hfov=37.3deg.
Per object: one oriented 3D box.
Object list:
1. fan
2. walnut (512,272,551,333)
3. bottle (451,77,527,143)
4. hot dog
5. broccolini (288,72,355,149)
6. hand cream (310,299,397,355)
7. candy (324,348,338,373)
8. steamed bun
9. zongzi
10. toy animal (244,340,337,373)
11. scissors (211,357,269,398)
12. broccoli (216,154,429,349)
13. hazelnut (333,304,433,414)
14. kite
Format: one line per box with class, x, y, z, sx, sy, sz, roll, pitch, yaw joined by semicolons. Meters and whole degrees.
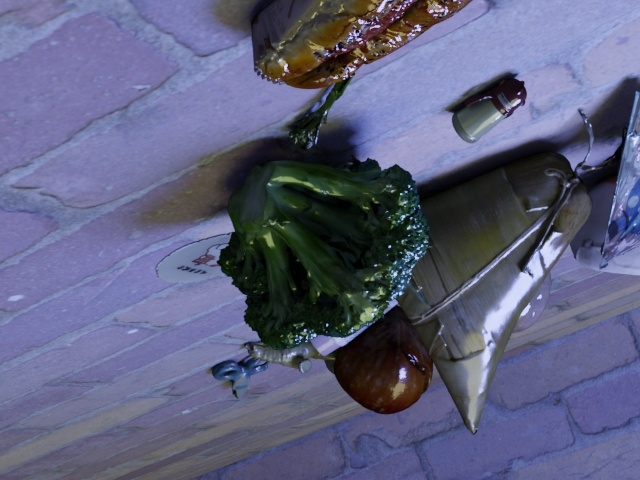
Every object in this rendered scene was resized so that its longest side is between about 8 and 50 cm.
fan;-0.103;0.003;1.437;0.329;0.009;0.191;-25;161;20
walnut;0.308;0.073;1.710;0.224;0.224;0.224;-17;162;-6
bottle;0.217;-0.168;1.197;0.101;0.047;0.063;-37;169;34
hot dog;0.053;-0.216;0.841;0.268;0.075;0.144;-33;157;34
broccolini;0.000;-0.151;1.074;0.035;0.030;0.140;24;144;-9
hand cream;0.087;0.140;1.943;0.248;0.083;0.133;-33;163;9
candy;0.104;0.263;2.255;0.104;0.102;0.234;-28;159;26
steamed bun;0.581;-0.039;1.671;0.283;0.177;0.283;0;-173;0
zongzi;0.330;0.050;1.482;0.447;0.418;0.181;-25;-171;13
toy animal;-0.052;0.235;2.068;0.219;0.103;0.101;-9;-176;-40
scissors;-0.191;0.330;2.259;0.138;0.041;0.289;-13;158;-13
broccoli;0.000;0.000;1.204;0.245;0.265;0.294;27;126;-27
hazelnut;0.130;0.249;2.016;0.218;0.233;0.218;-10;132;-11
kite;0.532;-0.104;1.432;0.406;0.014;0.368;32;96;-44
